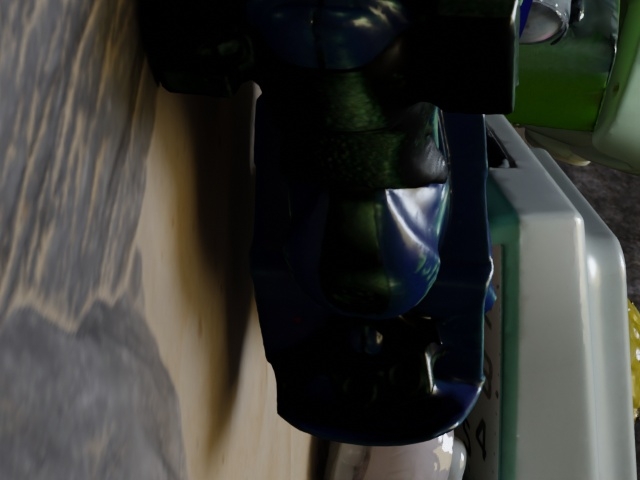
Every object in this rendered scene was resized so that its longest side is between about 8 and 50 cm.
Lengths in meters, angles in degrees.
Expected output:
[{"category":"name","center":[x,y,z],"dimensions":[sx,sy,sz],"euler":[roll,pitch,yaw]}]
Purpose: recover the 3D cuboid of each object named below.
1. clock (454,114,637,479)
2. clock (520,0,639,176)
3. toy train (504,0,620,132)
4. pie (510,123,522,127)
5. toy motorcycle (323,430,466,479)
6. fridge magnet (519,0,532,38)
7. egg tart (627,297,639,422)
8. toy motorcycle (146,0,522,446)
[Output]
[{"category":"clock","center":[0.114,0.043,1.193],"dimensions":[0.262,0.116,0.231],"euler":[-116,-157,-67]},{"category":"clock","center":[0.231,-0.185,1.578],"dimensions":[0.324,0.108,0.265],"euler":[-174,-81,-71]},{"category":"toy train","center":[0.148,-0.242,1.376],"dimensions":[0.249,0.173,0.307],"euler":[90,7,-63]},{"category":"pie","center":[0.200,-0.250,1.993],"dimensions":[0.306,0.071,0.306],"euler":[6,90,-79]},{"category":"toy motorcycle","center":[0.030,0.201,1.048],"dimensions":[0.112,0.112,0.254],"euler":[74,19,-64]},{"category":"fridge magnet","center":[0.060,-0.180,0.996],"dimensions":[0.265,0.112,0.265],"euler":[3,90,-80]},{"category":"egg tart","center":[0.193,0.129,1.640],"dimensions":[0.290,0.115,0.290],"euler":[-170,-90,-86]},{"category":"toy motorcycle","center":[0.020,-0.038,0.771],"dimensions":[0.331,0.125,0.196],"euler":[78,16,-63]}]
